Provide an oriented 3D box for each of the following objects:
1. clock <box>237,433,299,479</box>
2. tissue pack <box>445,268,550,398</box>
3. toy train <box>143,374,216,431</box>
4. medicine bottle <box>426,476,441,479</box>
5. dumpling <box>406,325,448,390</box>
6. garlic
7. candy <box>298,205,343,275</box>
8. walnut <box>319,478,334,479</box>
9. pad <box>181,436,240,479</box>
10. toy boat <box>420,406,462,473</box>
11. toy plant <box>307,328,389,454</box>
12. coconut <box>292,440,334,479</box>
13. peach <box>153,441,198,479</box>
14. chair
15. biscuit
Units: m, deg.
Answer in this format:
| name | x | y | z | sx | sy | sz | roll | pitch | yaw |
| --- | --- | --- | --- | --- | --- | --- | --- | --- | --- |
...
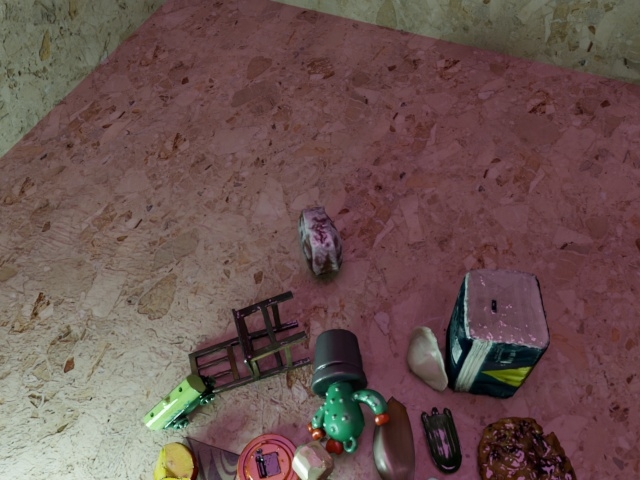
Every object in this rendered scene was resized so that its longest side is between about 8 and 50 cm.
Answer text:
| name | x | y | z | sx | sy | sz | roll | pitch | yaw |
| --- | --- | --- | --- | --- | --- | --- | --- | --- | --- |
| clock | -0.163 | 0.719 | 1.780 | 0.205 | 0.051 | 0.205 | -2 | 56 | 2 |
| tissue pack | 0.546 | 0.311 | 1.795 | 0.253 | 0.416 | 0.264 | 5 | 54 | 5 |
| toy train | -0.461 | 0.530 | 1.832 | 0.253 | 0.157 | 0.105 | -42 | 62 | 10 |
| medicine bottle | 0.276 | 0.848 | 1.564 | 0.316 | 0.202 | 0.202 | -37 | 61 | -19 |
| dumpling | 0.371 | 0.387 | 1.903 | 0.126 | 0.166 | 0.215 | 16 | 53 | -9 |
| garlic | 0.228 | 0.646 | 1.762 | 0.143 | 0.112 | 0.318 | 25 | 48 | -20 |
| candy | 0.000 | 0.000 | 2.167 | 0.157 | 0.214 | 0.289 | -11 | 52 | -5 |
| walnut | 0.047 | 0.805 | 1.621 | 0.213 | 0.213 | 0.213 | -2 | 55 | 3 |
| pad | -0.403 | 0.809 | 1.763 | 0.220 | 0.004 | 0.330 | 13 | 57 | 13 |
| toy boat | 0.392 | 0.637 | 1.795 | 0.104 | 0.052 | 0.210 | -9 | 56 | -5 |
| toy plant | 0.075 | 0.492 | 1.828 | 0.280 | 0.185 | 0.400 | -9 | 48 | 7 |
| coconut | -0.028 | 0.682 | 1.729 | 0.116 | 0.116 | 0.122 | -38 | 55 | -20 |
| peach | -0.449 | 0.710 | 1.763 | 0.151 | 0.118 | 0.151 | -25 | 52 | 36 |
| chair | -0.263 | 0.364 | 1.919 | 0.416 | 0.240 | 0.203 | -16 | 58 | -8 |
| biscuit | 0.633 | 0.704 | 1.715 | 0.290 | 0.081 | 0.334 | -10 | 57 | -1 |
